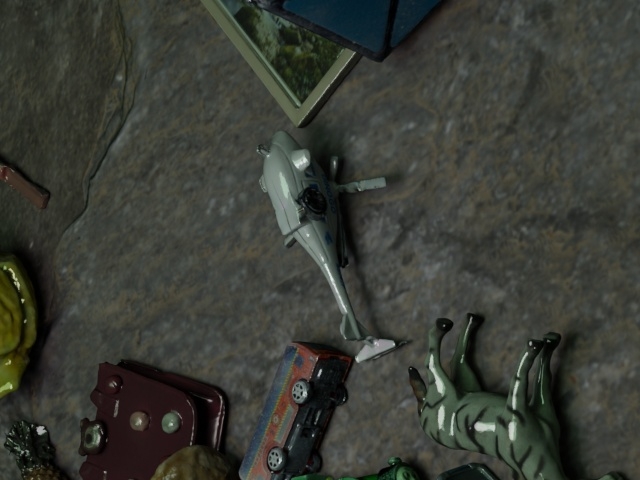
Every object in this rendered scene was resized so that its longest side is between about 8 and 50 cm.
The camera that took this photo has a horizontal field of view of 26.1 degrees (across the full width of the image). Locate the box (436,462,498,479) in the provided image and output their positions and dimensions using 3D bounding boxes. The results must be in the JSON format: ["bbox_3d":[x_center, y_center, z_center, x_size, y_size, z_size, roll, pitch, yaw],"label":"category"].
[{"bbox_3d":[0.162,0.284,1.425,0.099,0.074,0.054,45,128,33],"label":"box"}]

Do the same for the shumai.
[{"bbox_3d":[-0.127,0.351,1.601,0.153,0.161,0.209,7,74,43],"label":"shumai"}]

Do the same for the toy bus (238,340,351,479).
[{"bbox_3d":[-0.032,0.207,1.594,0.077,0.065,0.192,32,106,45],"label":"toy bus"}]

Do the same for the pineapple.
[{"bbox_3d":[-0.388,0.313,1.881,0.074,0.074,0.159,-51,49,24],"label":"pineapple"}]

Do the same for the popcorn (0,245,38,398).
[{"bbox_3d":[-0.525,0.117,1.909,0.276,0.276,0.225,-12,113,38],"label":"popcorn"}]

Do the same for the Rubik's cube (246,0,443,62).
[{"bbox_3d":[0.025,-0.377,1.462,0.260,0.259,0.255,-44,59,24],"label":"Rubik's cube"}]

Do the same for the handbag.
[{"bbox_3d":[-0.222,0.266,1.740,0.216,0.074,0.203,12,93,40],"label":"handbag"}]

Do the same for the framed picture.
[{"bbox_3d":[-0.038,-0.327,1.673,0.240,0.020,0.324,-49,58,25],"label":"framed picture"}]

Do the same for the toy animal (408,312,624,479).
[{"bbox_3d":[0.197,0.169,1.395,0.255,0.090,0.170,36,112,39],"label":"toy animal"}]

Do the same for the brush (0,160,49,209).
[{"bbox_3d":[-0.494,-0.129,2.016,0.301,0.071,0.084,33,123,28],"label":"brush"}]

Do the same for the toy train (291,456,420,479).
[{"bbox_3d":[0.043,0.301,1.522,0.178,0.071,0.105,-20,63,38],"label":"toy train"}]

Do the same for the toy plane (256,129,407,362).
[{"bbox_3d":[-0.007,0.006,1.566,0.182,0.107,0.273,-9,85,44],"label":"toy plane"}]
